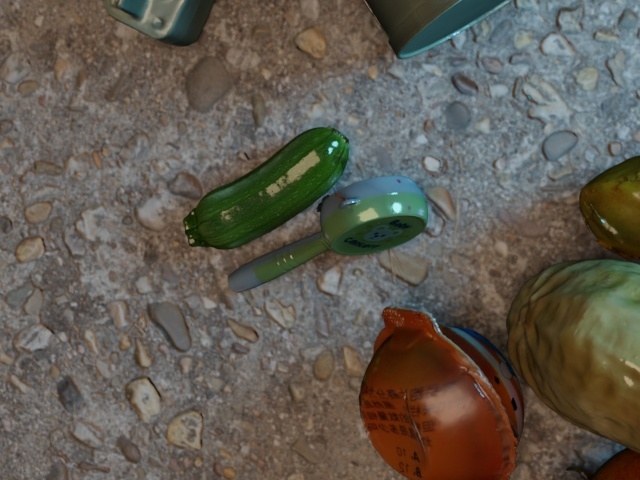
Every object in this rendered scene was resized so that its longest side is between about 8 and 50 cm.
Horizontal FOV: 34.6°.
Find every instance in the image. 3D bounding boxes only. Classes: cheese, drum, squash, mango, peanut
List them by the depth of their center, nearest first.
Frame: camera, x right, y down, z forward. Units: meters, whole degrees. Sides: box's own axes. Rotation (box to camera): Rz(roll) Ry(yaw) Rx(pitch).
[{"bbox_3d":[0.321,0.121,0.956,0.192,0.387,0.169,35,85,-35],"label":"peanut"},{"bbox_3d":[0.381,-0.047,1.011,0.249,0.151,0.156,-6,129,10],"label":"mango"},{"bbox_3d":[0.142,0.219,1.105,0.217,0.129,0.329,0,116,56],"label":"cheese"},{"bbox_3d":[0.015,0.001,1.152,0.253,0.130,0.049,-33,63,42],"label":"drum"},{"bbox_3d":[-0.060,-0.053,1.154,0.219,0.068,0.077,-29,101,14],"label":"squash"}]

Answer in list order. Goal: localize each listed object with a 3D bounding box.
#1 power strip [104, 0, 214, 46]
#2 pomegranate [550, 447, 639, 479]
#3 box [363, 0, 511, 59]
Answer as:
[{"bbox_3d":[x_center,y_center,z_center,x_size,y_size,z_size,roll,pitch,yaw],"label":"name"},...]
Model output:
[{"bbox_3d":[-0.146,-0.346,1.106,0.229,0.141,0.261,28,99,9],"label":"power strip"},{"bbox_3d":[0.346,0.306,1.041,0.257,0.221,0.220,19,103,43],"label":"pomegranate"},{"bbox_3d":[0.132,-0.299,0.999,0.226,0.226,0.149,-33,89,15],"label":"box"}]
